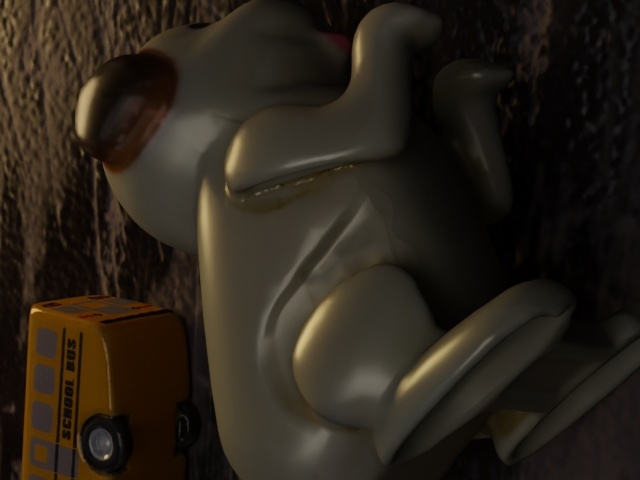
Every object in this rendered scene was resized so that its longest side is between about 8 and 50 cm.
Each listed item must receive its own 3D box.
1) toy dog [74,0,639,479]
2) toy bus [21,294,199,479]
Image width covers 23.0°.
[{"bbox_3d":[0.000,0.000,1.169,0.395,0.284,0.408,-48,63,27],"label":"toy dog"},{"bbox_3d":[-0.194,0.225,1.406,0.130,0.108,0.333,10,100,33],"label":"toy bus"}]
